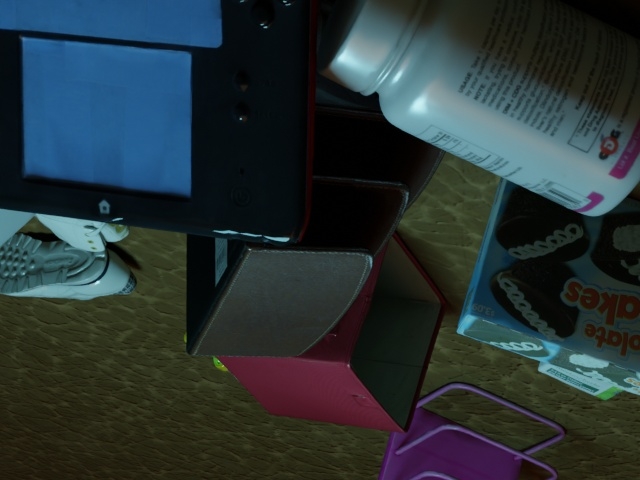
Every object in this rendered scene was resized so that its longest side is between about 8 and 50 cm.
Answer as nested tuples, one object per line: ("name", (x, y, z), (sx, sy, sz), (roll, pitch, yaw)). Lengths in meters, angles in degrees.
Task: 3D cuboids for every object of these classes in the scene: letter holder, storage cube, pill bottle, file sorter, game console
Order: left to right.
("game console", (-0.181, -0.181, 1.591), (0.386, 0.342, 0.060), (8, -169, 23))
("letter holder", (0.000, 0.000, 1.777), (0.214, 0.152, 0.302), (4, 157, -14))
("storage cube", (0.012, 0.104, 2.189), (0.193, 0.184, 0.215), (5, 153, 28))
("file sorter", (0.196, 0.366, 2.497), (0.202, 0.291, 0.182), (25, 152, -14))
("pill bottle", (0.150, -0.147, 1.587), (0.283, 0.160, 0.160), (24, 155, -13))

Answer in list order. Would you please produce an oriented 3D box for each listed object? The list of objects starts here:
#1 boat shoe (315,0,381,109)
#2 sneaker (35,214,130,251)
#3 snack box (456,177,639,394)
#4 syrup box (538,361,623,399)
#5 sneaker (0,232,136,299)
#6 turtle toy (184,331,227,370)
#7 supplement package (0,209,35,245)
("boat shoe", (0.010, -0.169, 1.706), (0.320, 0.118, 0.103), (31, 147, -35))
("sneaker", (-0.254, -0.057, 2.145), (0.292, 0.108, 0.169), (10, 158, 42))
("snack box", (0.317, 0.056, 1.868), (0.321, 0.187, 0.060), (19, 156, -2))
("syrup box", (0.341, 0.093, 2.044), (0.093, 0.096, 0.237), (23, 156, -11))
("sneaker", (-0.359, 0.046, 2.456), (0.235, 0.090, 0.095), (3, 161, 33))
("turtle toy", (-0.114, 0.130, 2.476), (0.130, 0.066, 0.095), (-2, 149, 37))
("supplement package", (-0.408, -0.094, 1.941), (0.145, 0.204, 0.262), (34, 147, 16))
